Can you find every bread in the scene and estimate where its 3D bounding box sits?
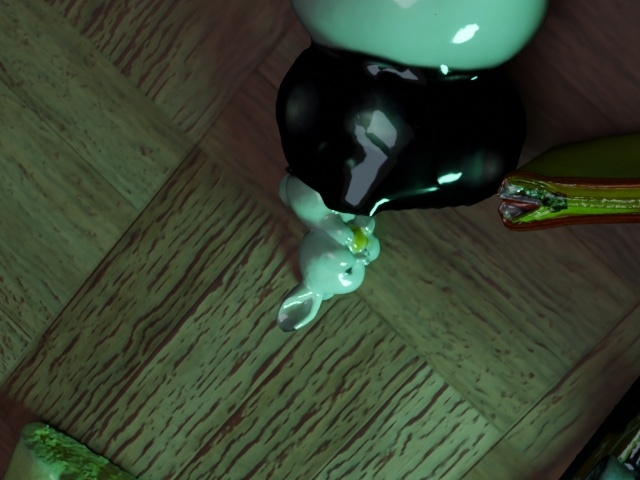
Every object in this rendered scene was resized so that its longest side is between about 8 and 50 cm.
[{"bbox_3d":[-0.230,0.262,1.706,0.139,0.060,0.178,29,117,11],"label":"bread"}]

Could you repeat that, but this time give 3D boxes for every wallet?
[{"bbox_3d":[0.252,-0.038,1.351,0.241,0.141,0.067,-4,101,25],"label":"wallet"}]

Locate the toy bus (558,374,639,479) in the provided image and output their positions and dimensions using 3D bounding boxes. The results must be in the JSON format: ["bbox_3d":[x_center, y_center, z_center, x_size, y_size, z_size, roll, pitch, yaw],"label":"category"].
[{"bbox_3d":[0.279,0.128,1.352,0.138,0.167,0.275,36,101,0],"label":"toy bus"}]

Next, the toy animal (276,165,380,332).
[{"bbox_3d":[0.006,0.000,1.508,0.085,0.071,0.124,-3,106,23],"label":"toy animal"}]

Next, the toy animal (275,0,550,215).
[{"bbox_3d":[0.063,-0.149,1.381,0.187,0.165,0.235,11,110,18],"label":"toy animal"}]
